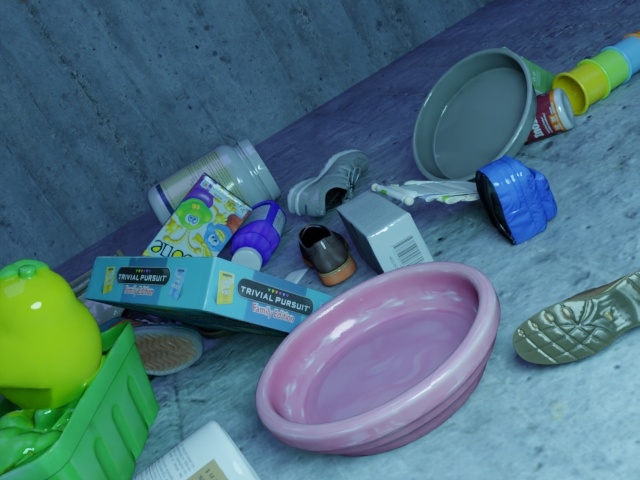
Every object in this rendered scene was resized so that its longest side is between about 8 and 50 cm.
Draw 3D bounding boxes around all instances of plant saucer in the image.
[{"bbox_3d":[0.077,0.152,0.852,0.332,0.084,0.332,-27,18,9],"label":"plant saucer"}]

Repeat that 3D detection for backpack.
[{"bbox_3d":[0.298,-0.073,1.038,0.101,0.120,0.098,-31,17,-1],"label":"backpack"}]

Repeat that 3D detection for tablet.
[{"bbox_3d":[-0.063,0.085,1.365,0.054,0.006,0.083,-16,23,38],"label":"tablet"}]

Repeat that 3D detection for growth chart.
[{"bbox_3d":[0.225,-0.085,1.161,0.238,0.021,0.172,-3,15,-13],"label":"growth chart"}]

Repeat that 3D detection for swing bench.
[{"bbox_3d":[-0.536,0.170,1.624,0.253,0.165,0.255,-35,19,-14],"label":"swing bench"}]

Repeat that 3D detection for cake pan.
[{"bbox_3d":[0.309,-0.241,1.349,0.293,0.054,0.293,-29,50,41],"label":"cake pan"}]

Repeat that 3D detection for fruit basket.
[{"bbox_3d":[-0.421,0.223,0.993,0.283,0.392,0.392,-27,19,11],"label":"fruit basket"}]

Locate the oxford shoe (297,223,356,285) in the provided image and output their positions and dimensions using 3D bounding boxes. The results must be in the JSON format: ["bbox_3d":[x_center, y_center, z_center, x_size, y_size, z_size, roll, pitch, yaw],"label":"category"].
[{"bbox_3d":[0.000,0.000,1.341,0.097,0.098,0.271,-32,18,-5],"label":"oxford shoe"}]

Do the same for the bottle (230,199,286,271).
[{"bbox_3d":[-0.152,-0.004,1.596,0.118,0.092,0.282,-31,18,16],"label":"bottle"}]

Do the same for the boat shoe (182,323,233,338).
[{"bbox_3d":[-0.237,0.123,1.374,0.307,0.104,0.111,-5,30,51],"label":"boat shoe"}]

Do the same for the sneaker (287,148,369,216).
[{"bbox_3d":[0.045,-0.129,1.668,0.115,0.105,0.281,23,48,31],"label":"sneaker"}]

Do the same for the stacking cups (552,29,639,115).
[{"bbox_3d":[0.627,-0.366,1.379,0.316,0.096,0.096,-30,18,-14],"label":"stacking cups"}]

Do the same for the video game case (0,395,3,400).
[{"bbox_3d":[-0.554,0.292,1.264,0.212,0.023,0.193,99,-165,-70],"label":"video game case"}]

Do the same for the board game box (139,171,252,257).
[{"bbox_3d":[-0.305,-0.012,1.610,0.275,0.142,0.144,-53,11,0],"label":"board game box"}]

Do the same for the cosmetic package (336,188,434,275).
[{"bbox_3d":[0.108,-0.005,1.163,0.086,0.117,0.231,-30,17,-4],"label":"cosmetic package"}]

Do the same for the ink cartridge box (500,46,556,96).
[{"bbox_3d":[0.415,-0.338,1.446,0.209,0.062,0.109,12,-13,-38],"label":"ink cartridge box"}]

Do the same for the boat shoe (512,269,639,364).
[{"bbox_3d":[0.297,0.086,0.736,0.178,0.064,0.060,-26,-12,8],"label":"boat shoe"}]

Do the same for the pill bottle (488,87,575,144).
[{"bbox_3d":[0.419,-0.238,1.341,0.152,0.086,0.086,-19,22,34],"label":"pill bottle"}]

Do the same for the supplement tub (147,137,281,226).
[{"bbox_3d":[-0.299,-0.127,1.918,0.325,0.235,0.235,-32,18,-4],"label":"supplement tub"}]

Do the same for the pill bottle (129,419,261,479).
[{"bbox_3d":[-0.172,0.316,0.731,0.229,0.131,0.131,-35,19,-14],"label":"pill bottle"}]

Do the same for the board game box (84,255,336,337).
[{"bbox_3d":[-0.181,0.093,1.093,0.336,0.254,0.079,-2,73,44],"label":"board game box"}]

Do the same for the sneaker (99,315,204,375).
[{"bbox_3d":[-0.359,0.193,1.313,0.303,0.108,0.121,-8,26,15],"label":"sneaker"}]

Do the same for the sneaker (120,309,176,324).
[{"bbox_3d":[-0.405,0.187,1.448,0.235,0.106,0.078,-20,-22,20],"label":"sneaker"}]
